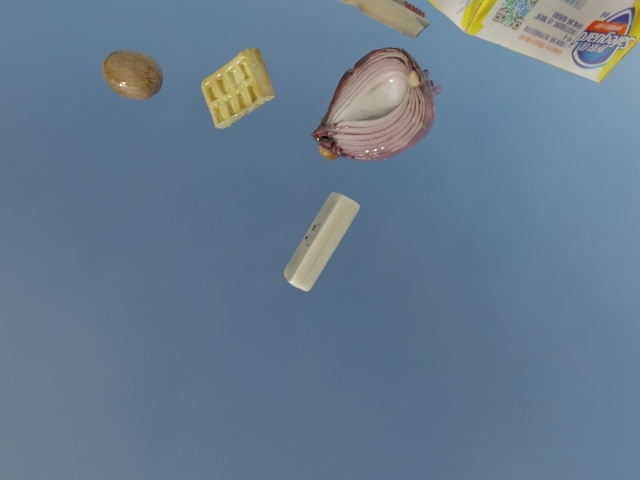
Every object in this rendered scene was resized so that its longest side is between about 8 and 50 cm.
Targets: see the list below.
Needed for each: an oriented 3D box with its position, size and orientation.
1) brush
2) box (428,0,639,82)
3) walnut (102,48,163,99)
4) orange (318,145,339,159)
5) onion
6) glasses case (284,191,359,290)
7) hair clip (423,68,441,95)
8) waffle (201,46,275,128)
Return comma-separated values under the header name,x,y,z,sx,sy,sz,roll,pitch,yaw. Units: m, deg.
name,x,y,z,sx,sy,sz,roll,pitch,yaw
brush,0.107,-0.550,1.009,0.321,0.060,0.050,11,-109,-27
box,0.247,-0.294,0.532,0.265,0.097,0.168,0,-133,-32
walnut,-0.643,-0.569,1.540,0.208,0.167,0.167,14,-119,8
orange,0.033,-0.297,1.425,0.085,0.085,0.084,7,-116,-14
onion,0.113,-0.273,0.981,0.120,0.284,0.226,9,-112,-57
glasses case,0.000,0.000,1.387,0.070,0.131,0.312,31,-87,-18
hair clip,0.323,-0.477,1.431,0.090,0.137,0.278,64,-145,-21
waffle,-0.275,-0.486,1.446,0.057,0.274,0.167,-24,-84,-50
